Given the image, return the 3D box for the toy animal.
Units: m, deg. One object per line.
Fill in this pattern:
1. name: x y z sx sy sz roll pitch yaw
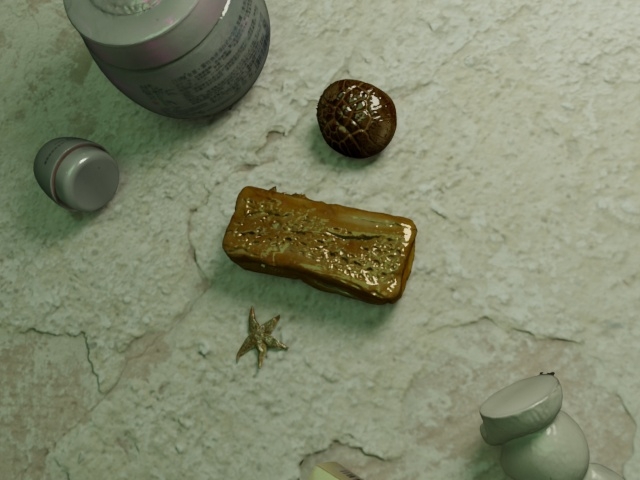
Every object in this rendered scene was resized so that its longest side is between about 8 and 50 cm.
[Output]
1. toy animal: 0.282 0.271 0.809 0.103 0.131 0.221 -33 93 -29

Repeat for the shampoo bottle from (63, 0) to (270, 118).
1. shampoo bottle: -0.223 -0.337 1.032 0.272 0.266 0.273 -4 73 14

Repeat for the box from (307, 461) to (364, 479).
1. box: 0.053 0.398 0.826 0.212 0.095 0.168 27 82 22

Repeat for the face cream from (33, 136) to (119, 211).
1. face cream: -0.392 -0.108 1.097 0.104 0.117 0.117 26 83 31

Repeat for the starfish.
1. starfish: -0.091 0.140 0.989 0.092 0.016 0.086 -40 65 5

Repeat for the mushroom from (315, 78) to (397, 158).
1. mushroom: 0.051 -0.181 1.000 0.126 0.085 0.109 10 78 24

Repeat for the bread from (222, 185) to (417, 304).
1. bread: -0.001 -0.001 0.968 0.270 0.077 0.139 12 74 18
